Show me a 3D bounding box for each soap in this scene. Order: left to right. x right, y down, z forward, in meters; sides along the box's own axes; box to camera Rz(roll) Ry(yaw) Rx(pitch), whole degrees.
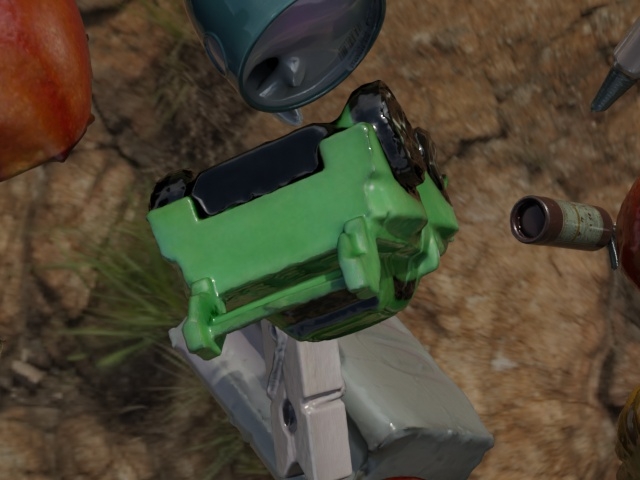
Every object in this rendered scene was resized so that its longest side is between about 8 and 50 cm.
[{"bbox_3d":[0.026,0.221,1.935,0.213,0.350,0.435,-52,50,14],"label":"soap"}]

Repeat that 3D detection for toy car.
[{"bbox_3d":[0.000,0.000,1.060,0.213,0.358,0.176,-22,76,13],"label":"toy car"}]

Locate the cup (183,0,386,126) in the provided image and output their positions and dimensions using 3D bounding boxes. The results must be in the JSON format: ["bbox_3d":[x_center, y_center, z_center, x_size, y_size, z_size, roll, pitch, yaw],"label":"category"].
[{"bbox_3d":[-0.055,-0.234,1.221,0.167,0.300,0.173,-31,62,-21],"label":"cup"}]

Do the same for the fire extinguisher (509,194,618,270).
[{"bbox_3d":[0.378,-0.008,1.912,0.071,0.231,0.099,-28,64,41],"label":"fire extinguisher"}]

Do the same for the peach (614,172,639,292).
[{"bbox_3d":[0.439,-0.019,1.305,0.281,0.281,0.238,0,93,16],"label":"peach"}]

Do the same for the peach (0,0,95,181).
[{"bbox_3d":[-0.350,-0.192,1.227,0.281,0.281,0.338,-37,86,9],"label":"peach"}]

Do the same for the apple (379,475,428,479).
[{"bbox_3d":[0.085,0.366,1.592,0.158,0.156,0.147,-2,66,6],"label":"apple"}]

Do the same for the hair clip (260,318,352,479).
[{"bbox_3d":[-0.021,0.141,1.637,0.101,0.085,0.331,-1,99,50],"label":"hair clip"}]

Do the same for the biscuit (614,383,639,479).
[{"bbox_3d":[0.489,0.327,1.729,0.107,0.326,0.326,-12,79,-13],"label":"biscuit"}]

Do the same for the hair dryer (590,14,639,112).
[{"bbox_3d":[0.261,-0.200,0.957,0.220,0.053,0.195,-46,58,42],"label":"hair dryer"}]

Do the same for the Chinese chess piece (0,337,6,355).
[{"bbox_3d":[-0.397,0.101,1.376,0.122,0.122,0.051,26,84,17],"label":"Chinese chess piece"}]
